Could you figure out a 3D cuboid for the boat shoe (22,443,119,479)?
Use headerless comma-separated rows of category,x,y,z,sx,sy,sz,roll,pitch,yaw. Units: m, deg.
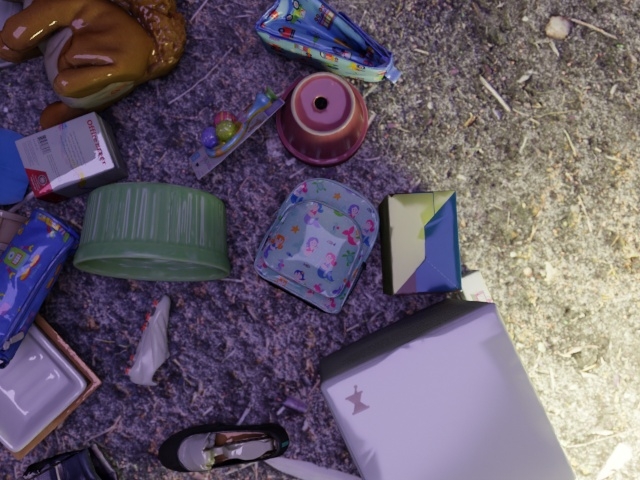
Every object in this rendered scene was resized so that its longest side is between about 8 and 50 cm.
boat shoe,-0.465,0.583,1.453,0.158,0.127,0.341,-28,86,5

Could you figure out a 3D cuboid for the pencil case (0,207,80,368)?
pencil case,-0.580,0.089,1.381,0.133,0.119,0.306,17,69,29

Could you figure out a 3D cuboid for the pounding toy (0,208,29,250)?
pounding toy,-0.684,0.005,1.477,0.269,0.154,0.155,16,86,1

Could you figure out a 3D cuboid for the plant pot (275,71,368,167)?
plant pot,0.004,-0.263,1.489,0.201,0.180,0.201,0,87,-1

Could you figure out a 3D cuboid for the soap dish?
soap dish,-0.626,0.265,1.479,0.229,0.118,0.291,-44,87,-3

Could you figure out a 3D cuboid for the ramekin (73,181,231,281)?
ramekin,-0.326,-0.012,1.417,0.303,0.303,0.148,2,79,0

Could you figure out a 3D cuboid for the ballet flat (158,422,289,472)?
ballet flat,-0.206,0.428,1.484,0.280,0.096,0.095,-10,87,-1

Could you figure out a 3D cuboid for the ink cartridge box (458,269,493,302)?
ink cartridge box,0.331,0.127,1.512,0.052,0.088,0.123,-22,86,1

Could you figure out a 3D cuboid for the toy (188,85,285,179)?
toy,-0.191,-0.242,1.496,0.237,0.137,0.056,-38,120,1

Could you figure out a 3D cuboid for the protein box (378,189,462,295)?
protein box,0.199,0.010,1.462,0.135,0.201,0.200,-3,86,-1

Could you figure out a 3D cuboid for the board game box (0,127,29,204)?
board game box,-0.691,-0.157,1.533,0.133,0.033,0.169,22,69,-26

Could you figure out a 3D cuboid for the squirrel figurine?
squirrel figurine,-0.480,-0.481,1.454,0.397,0.281,0.371,-30,95,-20

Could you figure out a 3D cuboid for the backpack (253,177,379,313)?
backpack,0.000,0.000,1.476,0.225,0.191,0.254,29,81,2

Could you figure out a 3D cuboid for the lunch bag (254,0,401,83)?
lunch bag,0.031,-0.400,1.474,0.293,0.221,0.138,29,95,-1

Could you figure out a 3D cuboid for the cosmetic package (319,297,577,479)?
cosmetic package,0.206,0.321,1.347,0.329,0.394,0.328,-25,87,-1

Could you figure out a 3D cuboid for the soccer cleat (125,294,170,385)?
soccer cleat,-0.349,0.212,1.517,0.076,0.068,0.196,21,87,-14

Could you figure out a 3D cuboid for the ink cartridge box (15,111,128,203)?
ink cartridge box,-0.517,-0.171,1.503,0.176,0.127,0.128,-20,87,-2

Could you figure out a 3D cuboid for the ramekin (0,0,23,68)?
ramekin,-0.714,-0.484,1.532,0.207,0.109,0.207,0,86,-1
